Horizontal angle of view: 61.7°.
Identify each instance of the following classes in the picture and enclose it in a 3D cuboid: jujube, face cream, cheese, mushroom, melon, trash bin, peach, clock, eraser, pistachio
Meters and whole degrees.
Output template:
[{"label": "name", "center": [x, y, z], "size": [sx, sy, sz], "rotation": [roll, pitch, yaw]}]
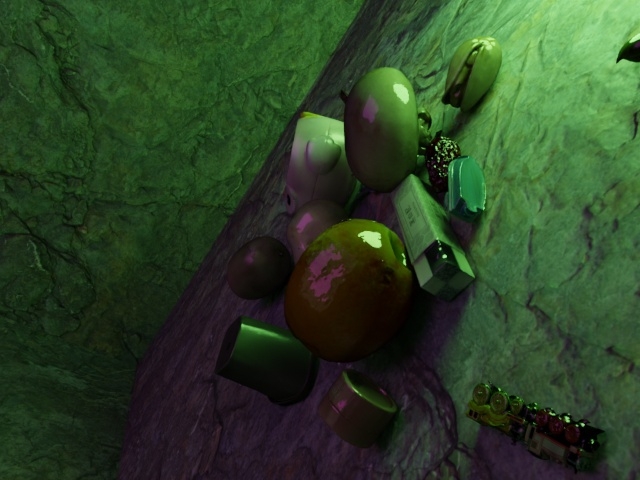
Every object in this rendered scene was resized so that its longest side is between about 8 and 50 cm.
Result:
[{"label": "jujube", "center": [0.333, -0.208, 1.439], "size": [0.104, 0.104, 0.165], "rotation": [-39, 44, 43]}, {"label": "face cream", "center": [0.083, 0.373, 1.200], "size": [0.104, 0.149, 0.149], "rotation": [-57, 23, 8]}, {"label": "cheese", "center": [0.182, -0.202, 1.811], "size": [0.191, 0.042, 0.105], "rotation": [-20, 44, 59]}, {"label": "mushroom", "center": [0.217, -0.320, 1.569], "size": [0.362, 0.295, 0.361], "rotation": [-2, -90, -90]}, {"label": "mushroom", "center": [0.016, 0.002, 1.740], "size": [0.234, 0.254, 0.260], "rotation": [14, -83, -68]}, {"label": "melon", "center": [-0.245, 0.111, 2.123], "size": [0.317, 0.223, 0.223], "rotation": [-40, 31, 44]}, {"label": "trash bin", "center": [-0.169, 0.357, 1.635], "size": [0.219, 0.250, 0.219], "rotation": [-45, 27, 48]}, {"label": "peach", "center": [0.063, 0.129, 1.337], "size": [0.373, 0.290, 0.372], "rotation": [-6, 79, 36]}, {"label": "clock", "center": [0.008, -0.241, 1.930], "size": [0.368, 0.251, 0.376], "rotation": [-174, 96, -87]}, {"label": "eraser", "center": [0.267, -0.023, 1.341], "size": [0.096, 0.098, 0.403], "rotation": [-50, 25, 25]}, {"label": "pistachio", "center": [0.423, -0.468, 1.499], "size": [0.215, 0.144, 0.144], "rotation": [-62, 21, 14]}]

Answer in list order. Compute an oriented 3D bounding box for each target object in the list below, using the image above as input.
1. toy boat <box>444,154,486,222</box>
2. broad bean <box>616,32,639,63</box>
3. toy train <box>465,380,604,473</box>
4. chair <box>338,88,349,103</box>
[{"label": "toy boat", "center": [0.339, -0.124, 1.323], "size": [0.102, 0.088, 0.215], "rotation": [-41, 31, 48]}, {"label": "broad bean", "center": [0.682, -0.385, 0.945], "size": [0.318, 0.056, 0.098], "rotation": [-21, 39, 50]}, {"label": "toy train", "center": [0.339, 0.299, 0.873], "size": [0.250, 0.053, 0.085], "rotation": [5, 76, 66]}, {"label": "chair", "center": [0.194, -0.432, 1.846], "size": [0.176, 0.183, 0.326], "rotation": [-29, 30, 8]}]
